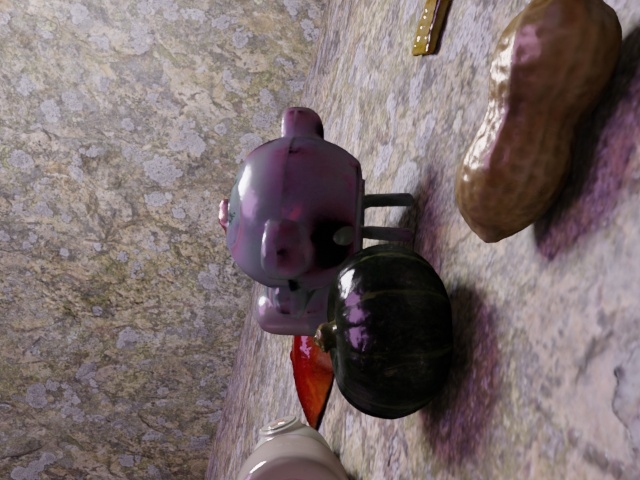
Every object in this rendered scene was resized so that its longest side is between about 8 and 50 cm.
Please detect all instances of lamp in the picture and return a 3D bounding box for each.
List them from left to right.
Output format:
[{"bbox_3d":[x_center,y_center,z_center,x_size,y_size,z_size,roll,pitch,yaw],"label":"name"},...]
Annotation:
[{"bbox_3d":[0.000,0.000,0.859,0.301,0.248,0.247,79,-162,-55],"label":"lamp"}]

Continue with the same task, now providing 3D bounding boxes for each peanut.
[{"bbox_3d":[0.150,-0.084,0.468,0.089,0.089,0.192,-99,24,-63],"label":"peanut"}]

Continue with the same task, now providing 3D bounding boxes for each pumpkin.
[{"bbox_3d":[0.061,0.086,0.623,0.167,0.125,0.167,-167,90,-69],"label":"pumpkin"}]

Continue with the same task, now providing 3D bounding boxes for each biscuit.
[{"bbox_3d":[0.150,-0.294,0.883,0.081,0.018,0.083,-121,45,-75],"label":"biscuit"}]

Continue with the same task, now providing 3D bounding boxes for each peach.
[{"bbox_3d":[-0.020,0.186,1.103,0.189,0.068,0.279,123,157,-68],"label":"peach"}]

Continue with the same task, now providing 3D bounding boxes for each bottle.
[{"bbox_3d":[-0.037,0.317,0.855,0.236,0.148,0.147,-154,77,-87],"label":"bottle"}]
